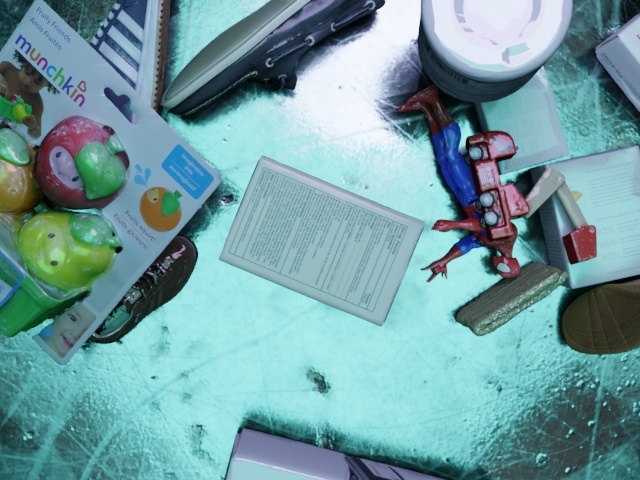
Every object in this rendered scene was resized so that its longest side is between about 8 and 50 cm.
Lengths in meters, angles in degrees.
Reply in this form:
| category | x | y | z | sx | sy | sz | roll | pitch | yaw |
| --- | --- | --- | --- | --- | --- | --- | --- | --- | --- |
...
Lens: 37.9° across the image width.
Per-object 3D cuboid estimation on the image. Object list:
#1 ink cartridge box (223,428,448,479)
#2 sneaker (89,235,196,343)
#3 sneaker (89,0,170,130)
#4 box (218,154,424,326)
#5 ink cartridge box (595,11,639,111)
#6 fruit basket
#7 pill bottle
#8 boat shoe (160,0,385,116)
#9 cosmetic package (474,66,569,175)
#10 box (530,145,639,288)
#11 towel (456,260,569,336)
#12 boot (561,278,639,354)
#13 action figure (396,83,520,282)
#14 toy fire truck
| category | x | y | z | sx | sy | sz | roll | pitch | yaw |
| --- | --- | --- | --- | --- | --- | --- | --- | --- | --- |
| ink cartridge box | 0.039 | 0.445 | 1.230 | 0.394 | 0.166 | 0.285 | 14 | 90 | -1 |
| sneaker | -0.241 | 0.073 | 1.267 | 0.066 | 0.071 | 0.188 | 43 | 90 | -1 |
| sneaker | -0.286 | -0.261 | 1.249 | 0.153 | 0.099 | 0.282 | 6 | 93 | -3 |
| box | 0.000 | 0.000 | 1.245 | 0.232 | 0.127 | 0.149 | 23 | 90 | -2 |
| ink cartridge box | 0.527 | -0.274 | 1.269 | 0.237 | 0.100 | 0.172 | -39 | 91 | -1 |
| fruit basket | -0.345 | -0.063 | 1.173 | 0.327 | 0.165 | 0.353 | 45 | 116 | 4 |
| pill bottle | 0.196 | -0.250 | 1.110 | 0.160 | 0.283 | 0.160 | 0 | 92 | 5 |
| boat shoe | -0.056 | -0.258 | 1.250 | 0.340 | 0.127 | 0.113 | -41 | 118 | -3 |
| cosmetic package | 0.256 | -0.216 | 1.282 | 0.098 | 0.060 | 0.239 | -16 | 91 | -1 |
| box | 0.374 | -0.032 | 1.272 | 0.130 | 0.091 | 0.170 | -12 | 91 | 0 |
| towel | 0.258 | 0.078 | 1.262 | 0.148 | 0.110 | 0.027 | -33 | 98 | -2 |
| boot | 0.482 | 0.093 | 1.263 | 0.203 | 0.262 | 0.095 | 5 | 64 | -40 |
| action figure | 0.167 | -0.054 | 1.269 | 0.139 | 0.091 | 0.280 | -32 | 90 | -8 |
| toy fire truck | 0.270 | -0.056 | 1.202 | 0.135 | 0.047 | 0.192 | -12 | 84 | 0 |
